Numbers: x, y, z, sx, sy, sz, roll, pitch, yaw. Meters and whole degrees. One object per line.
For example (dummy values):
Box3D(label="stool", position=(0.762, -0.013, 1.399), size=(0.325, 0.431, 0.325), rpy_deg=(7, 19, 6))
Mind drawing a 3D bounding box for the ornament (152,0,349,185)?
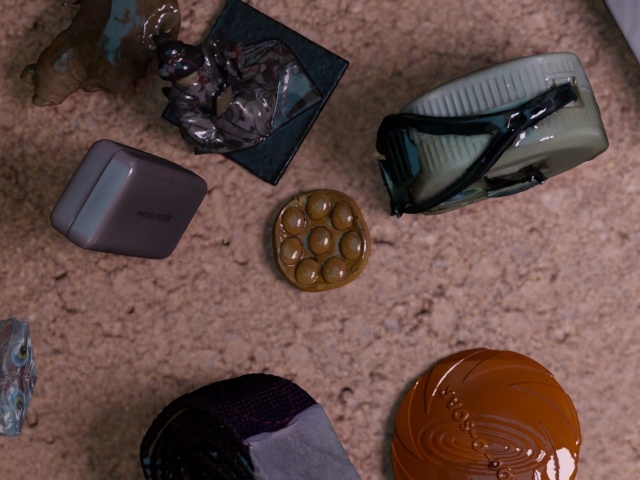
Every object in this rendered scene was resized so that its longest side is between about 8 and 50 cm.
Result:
Box3D(label="ornament", position=(-0.100, -0.159, 1.748), size=(0.153, 0.196, 0.166), rpy_deg=(31, 95, 18))

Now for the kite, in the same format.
Box3D(label="kite", position=(-0.417, 0.150, 1.902), size=(0.229, 0.016, 0.127), rpy_deg=(-2, 81, 15))

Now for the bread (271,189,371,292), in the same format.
Box3D(label="bread", position=(0.000, 0.000, 1.790), size=(0.110, 0.024, 0.110), rpy_deg=(-1, 84, 15))

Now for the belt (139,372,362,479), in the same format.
Box3D(label="belt", position=(-0.042, 0.269, 1.709), size=(0.184, 0.164, 0.289), rpy_deg=(-38, 75, 37))

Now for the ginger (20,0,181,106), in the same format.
Box3D(label="ginger", position=(-0.205, -0.280, 1.849), size=(0.166, 0.080, 0.333), rpy_deg=(26, 95, 5))

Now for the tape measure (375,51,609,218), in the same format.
Box3D(label="tape measure", position=(0.151, -0.089, 1.665), size=(0.235, 0.207, 0.115), rpy_deg=(-19, 82, 11))

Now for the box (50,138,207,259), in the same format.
Box3D(label="box", position=(-0.186, -0.037, 1.733), size=(0.055, 0.244, 0.103), rpy_deg=(32, 94, 13))

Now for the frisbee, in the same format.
Box3D(label="frisbee", position=(0.158, 0.197, 1.705), size=(0.192, 0.035, 0.192), rpy_deg=(-6, 72, 18))

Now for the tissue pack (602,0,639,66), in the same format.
Box3D(label="tissue pack", position=(0.367, -0.207, 1.641), size=(0.159, 0.145, 0.229), rpy_deg=(-29, 78, 11))
